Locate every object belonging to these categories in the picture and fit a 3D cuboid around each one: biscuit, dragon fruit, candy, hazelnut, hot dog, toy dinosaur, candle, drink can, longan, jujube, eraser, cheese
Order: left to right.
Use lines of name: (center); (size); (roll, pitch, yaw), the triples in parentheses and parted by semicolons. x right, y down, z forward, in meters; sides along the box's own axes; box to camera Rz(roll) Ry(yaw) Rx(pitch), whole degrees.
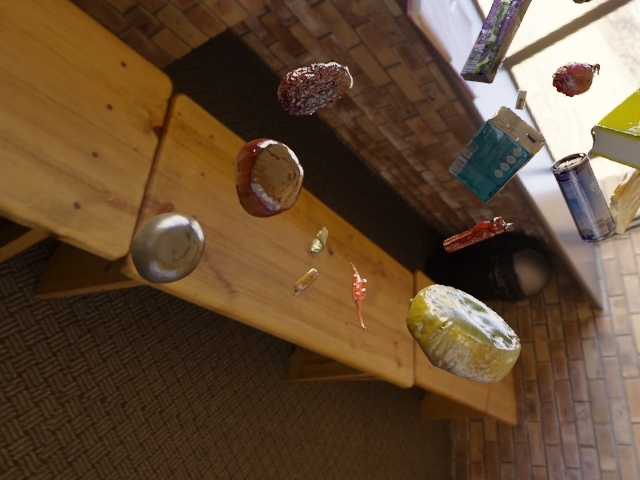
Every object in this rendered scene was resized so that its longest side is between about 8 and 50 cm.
longan: (-0.479, 0.025, 1.566); (0.248, 0.248, 0.248); (24, 60, -50)
hazelnut: (-0.139, -0.169, 1.334); (0.210, 0.186, 0.210); (168, -90, -85)
hot dog: (-0.066, 0.175, 2.051); (0.060, 0.140, 0.090); (53, -8, 2)
jujube: (-0.017, -0.325, 1.049); (0.104, 0.166, 0.104); (39, 41, -44)
cheese: (0.001, 0.000, 1.597); (0.041, 0.084, 0.060); (22, 44, -3)
toy dinosaur: (0.145, 0.201, 1.853); (0.101, 0.055, 0.279); (91, -2, -51)
candy: (0.315, 0.203, 1.102); (0.260, 0.118, 0.260); (25, 22, -11)
candle: (0.458, -0.016, 1.485); (0.048, 0.329, 0.051); (7, 77, -13)
candy: (0.476, -0.566, 1.312); (0.061, 0.088, 0.312); (22, 93, -46)
dragon fruit: (0.705, -0.440, 1.333); (0.191, 0.094, 0.094); (-18, 94, -25)
drink can: (0.718, -0.116, 1.350); (0.235, 0.097, 0.097); (58, 38, -15)
biscuit: (0.979, -0.150, 1.563); (0.204, 0.040, 0.309); (-56, 143, 1)
eraser: (0.576, -0.199, 0.802); (0.226, 0.158, 0.069); (-38, 131, -14)

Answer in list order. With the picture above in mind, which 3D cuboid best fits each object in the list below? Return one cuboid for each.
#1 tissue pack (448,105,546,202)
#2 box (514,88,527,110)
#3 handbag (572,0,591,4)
tissue pack: (0.369, -0.179, 1.046); (0.120, 0.169, 0.082); (44, 55, 11)
box: (0.557, -0.391, 1.375); (0.083, 0.024, 0.053); (-40, 140, -61)
handbag: (0.497, -0.583, 0.869); (0.251, 0.193, 0.190); (54, 14, -7)
